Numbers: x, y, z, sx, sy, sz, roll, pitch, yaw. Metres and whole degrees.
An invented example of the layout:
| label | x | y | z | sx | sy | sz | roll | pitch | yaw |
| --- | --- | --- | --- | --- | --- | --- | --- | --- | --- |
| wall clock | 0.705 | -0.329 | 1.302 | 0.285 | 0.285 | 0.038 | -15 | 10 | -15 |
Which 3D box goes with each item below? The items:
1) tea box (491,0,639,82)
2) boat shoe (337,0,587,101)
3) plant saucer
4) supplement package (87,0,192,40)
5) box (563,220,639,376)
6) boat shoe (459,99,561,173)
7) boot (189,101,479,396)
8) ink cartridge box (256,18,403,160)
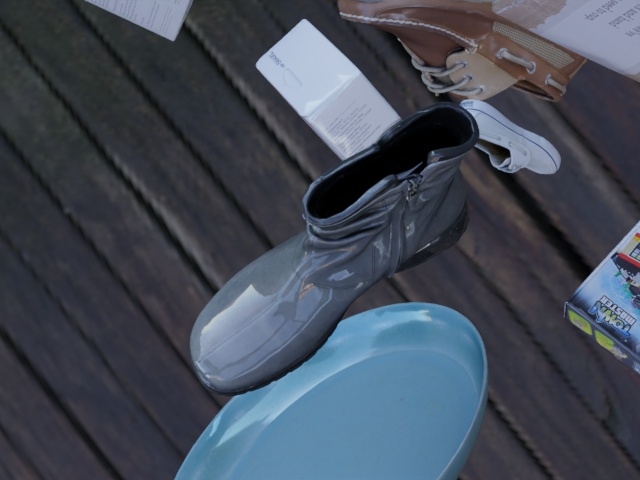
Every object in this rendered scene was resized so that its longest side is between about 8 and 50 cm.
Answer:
| label | x | y | z | sx | sy | sz | roll | pitch | yaw |
| --- | --- | --- | --- | --- | --- | --- | --- | --- | --- |
| tea box | 0.273 | -0.236 | 0.671 | 0.220 | 0.329 | 0.323 | 23 | 80 | -7 |
| boat shoe | 0.145 | -0.186 | 1.391 | 0.123 | 0.324 | 0.116 | 24 | 105 | 47 |
| plant saucer | 0.007 | 0.177 | 1.209 | 0.317 | 0.317 | 0.043 | -27 | 117 | 21 |
| supplement package | -0.243 | -0.409 | 1.772 | 0.263 | 0.199 | 0.198 | 24 | 70 | -7 |
| box | 0.314 | 0.080 | 1.208 | 0.207 | 0.036 | 0.114 | 39 | 75 | 21 |
| boat shoe | 0.139 | -0.068 | 1.104 | 0.035 | 0.100 | 0.035 | -9 | 58 | 50 |
| boot | 0.000 | 0.000 | 1.013 | 0.246 | 0.161 | 0.083 | -36 | 71 | -6 |
| ink cartridge box | 0.034 | -0.146 | 1.746 | 0.086 | 0.203 | 0.148 | -43 | 45 | 2 |
